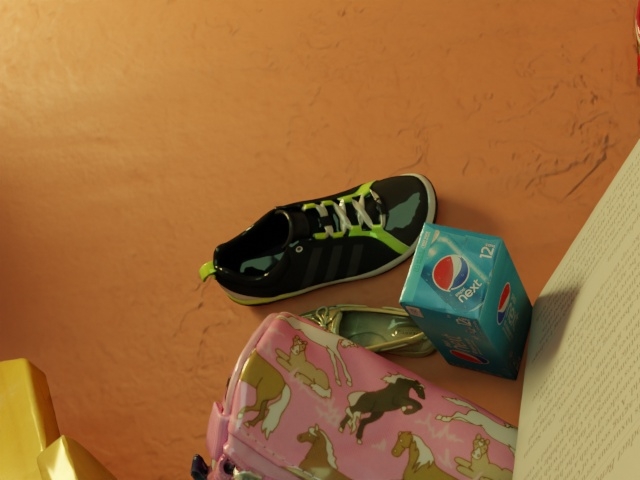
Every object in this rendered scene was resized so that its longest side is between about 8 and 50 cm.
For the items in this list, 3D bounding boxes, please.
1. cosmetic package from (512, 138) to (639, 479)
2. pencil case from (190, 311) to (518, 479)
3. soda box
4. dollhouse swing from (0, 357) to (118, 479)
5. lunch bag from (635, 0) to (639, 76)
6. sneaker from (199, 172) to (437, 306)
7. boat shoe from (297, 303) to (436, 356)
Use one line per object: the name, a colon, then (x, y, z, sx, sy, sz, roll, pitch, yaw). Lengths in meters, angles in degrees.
cosmetic package: (0.245, 0.128, 0.802, 0.161, 0.230, 0.453, 24, 37, -1)
pencil case: (0.094, 0.204, 0.944, 0.386, 0.160, 0.167, 26, 73, 3)
soda box: (0.129, 0.056, 1.009, 0.067, 0.210, 0.071, 13, 75, 20)
dollhouse swing: (-0.253, 0.326, 0.960, 0.347, 0.305, 0.315, -41, 107, 1)
lunch bag: (0.441, -0.239, 1.067, 0.293, 0.120, 0.258, 13, 75, 20)
sneaker: (0.000, 0.000, 1.128, 0.234, 0.097, 0.084, -26, 67, 7)
boat shoe: (0.034, 0.084, 1.116, 0.153, 0.048, 0.056, 2, 72, 17)
